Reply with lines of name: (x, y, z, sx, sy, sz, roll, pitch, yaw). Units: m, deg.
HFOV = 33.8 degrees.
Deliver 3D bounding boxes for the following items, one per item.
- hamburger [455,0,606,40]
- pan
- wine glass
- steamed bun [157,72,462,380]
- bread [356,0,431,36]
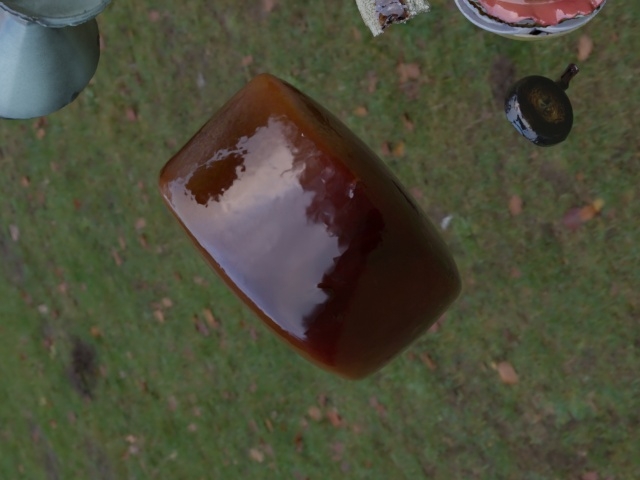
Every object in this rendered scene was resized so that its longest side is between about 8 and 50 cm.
hamburger: (0.173, -0.242, 0.869, 0.175, 0.175, 0.137, 61, 177, 12)
pan: (0.354, -0.220, 1.589, 0.115, 0.212, 0.040, 48, 141, -4)
wine glass: (-0.420, -0.353, 1.533, 0.406, 0.267, 0.267, -22, 89, 67)
steamed bun: (0.000, 0.000, 1.245, 0.379, 0.235, 0.248, 47, -177, -22)
bread: (0.087, -0.299, 1.301, 0.035, 0.083, 0.070, -76, -37, -70)
